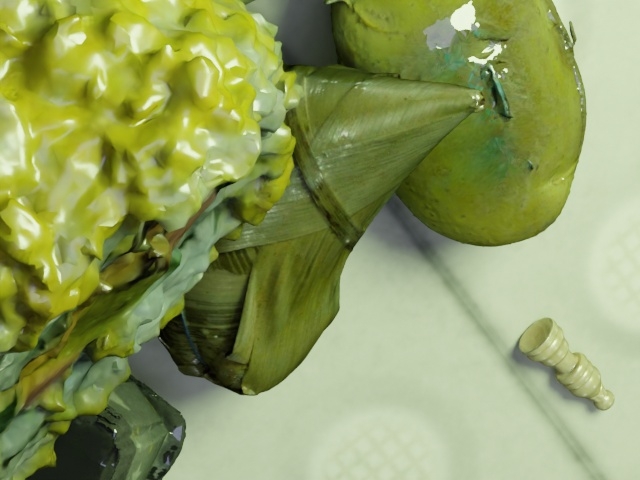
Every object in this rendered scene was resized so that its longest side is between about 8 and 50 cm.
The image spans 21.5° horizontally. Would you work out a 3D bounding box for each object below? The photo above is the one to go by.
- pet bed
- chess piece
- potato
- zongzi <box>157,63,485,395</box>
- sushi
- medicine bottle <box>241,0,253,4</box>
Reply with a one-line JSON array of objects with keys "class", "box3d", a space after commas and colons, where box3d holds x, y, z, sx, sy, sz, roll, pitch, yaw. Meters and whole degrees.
[{"class": "pet bed", "box3d": [-0.212, 0.175, 1.210, 0.183, 0.159, 0.211, 24, 98, 9]}, {"class": "chess piece", "box3d": [0.199, 0.102, 1.325, 0.035, 0.035, 0.092, -46, 112, 3]}, {"class": "potato", "box3d": [0.102, -0.112, 1.190, 0.169, 0.143, 0.248, -20, 108, 6]}, {"class": "zongzi", "box3d": [0.000, 0.000, 1.149, 0.274, 0.125, 0.250, 8, 115, 32]}, {"class": "sushi", "box3d": [-0.199, -0.013, 0.946, 0.240, 0.351, 0.396, 42, 95, 6]}, {"class": "medicine bottle", "box3d": [0.011, -0.265, 1.092, 0.322, 0.151, 0.151, -24, 108, 13]}]
